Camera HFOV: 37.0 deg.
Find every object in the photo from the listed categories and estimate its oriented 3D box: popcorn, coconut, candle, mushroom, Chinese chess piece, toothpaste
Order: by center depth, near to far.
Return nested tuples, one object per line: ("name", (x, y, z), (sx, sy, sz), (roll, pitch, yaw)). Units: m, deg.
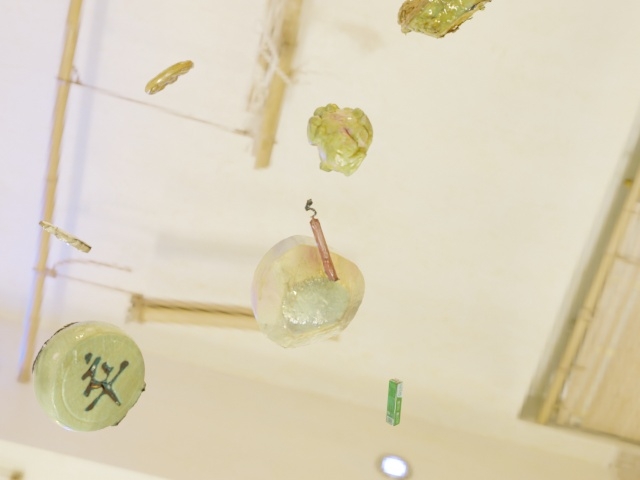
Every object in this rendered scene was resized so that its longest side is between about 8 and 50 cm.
("popcorn", (0.033, -0.150, 1.428), (0.089, 0.097, 0.109), (68, 178, -48))
("Chinese chess piece", (-0.385, 0.228, 1.604), (0.083, 0.188, 0.188), (21, 99, 46))
("toothpaste", (0.127, 0.276, 1.633), (0.020, 0.017, 0.083), (24, 119, 43))
("mushroom", (-0.450, -0.007, 1.687), (0.019, 0.101, 0.049), (-60, 12, -4))
("candle", (-0.001, 0.000, 1.705), (0.026, 0.021, 0.167), (40, 153, 59))
("coconut", (-0.036, 0.111, 2.101), (0.259, 0.259, 0.259), (-166, 90, -88))

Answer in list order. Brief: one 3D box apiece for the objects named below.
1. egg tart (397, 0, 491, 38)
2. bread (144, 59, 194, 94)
("egg tart", (0.241, -0.440, 1.771), (0.212, 0.090, 0.212), (-34, 0, 0))
("bread", (-0.276, -0.300, 1.747), (0.110, 0.024, 0.110), (-33, 5, 3))
